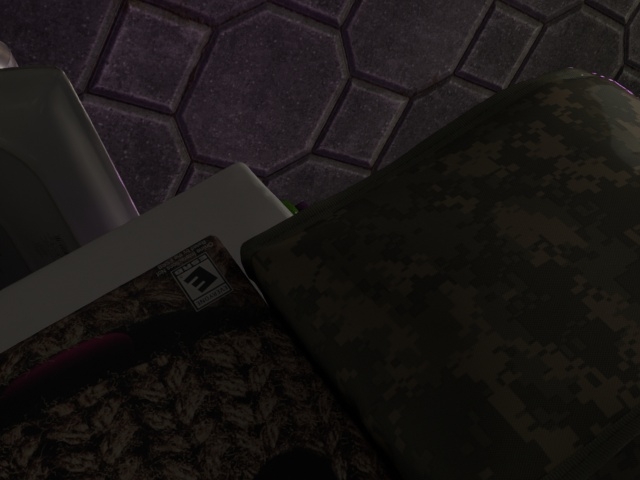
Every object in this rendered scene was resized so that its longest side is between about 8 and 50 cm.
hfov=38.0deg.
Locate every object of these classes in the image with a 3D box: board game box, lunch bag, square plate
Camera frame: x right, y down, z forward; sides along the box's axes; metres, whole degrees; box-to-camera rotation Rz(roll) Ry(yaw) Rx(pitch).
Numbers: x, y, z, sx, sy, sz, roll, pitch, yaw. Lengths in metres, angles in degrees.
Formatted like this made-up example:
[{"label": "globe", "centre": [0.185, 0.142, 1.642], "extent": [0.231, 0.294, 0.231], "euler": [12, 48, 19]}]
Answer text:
[{"label": "board game box", "centre": [-0.072, 0.180, 0.470], "extent": [0.291, 0.232, 0.141], "euler": [49, -17, 38]}, {"label": "lunch bag", "centre": [0.140, 0.039, 0.521], "extent": [0.235, 0.287, 0.169], "euler": [46, -17, 43]}, {"label": "square plate", "centre": [-0.317, -0.004, 0.917], "extent": [0.344, 0.049, 0.347], "euler": [2, -49, 29]}]

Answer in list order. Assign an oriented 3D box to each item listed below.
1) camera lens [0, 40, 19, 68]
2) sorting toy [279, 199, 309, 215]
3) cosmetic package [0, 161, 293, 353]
[{"label": "camera lens", "centre": [-0.501, -0.142, 1.335], "extent": [0.219, 0.219, 0.274], "euler": [46, -19, 46]}, {"label": "sorting toy", "centre": [0.000, 0.000, 0.834], "extent": [0.102, 0.042, 0.061], "euler": [57, -14, 4]}, {"label": "cosmetic package", "centre": [-0.082, 0.221, 0.806], "extent": [0.327, 0.329, 0.394], "euler": [47, -19, 43]}]
